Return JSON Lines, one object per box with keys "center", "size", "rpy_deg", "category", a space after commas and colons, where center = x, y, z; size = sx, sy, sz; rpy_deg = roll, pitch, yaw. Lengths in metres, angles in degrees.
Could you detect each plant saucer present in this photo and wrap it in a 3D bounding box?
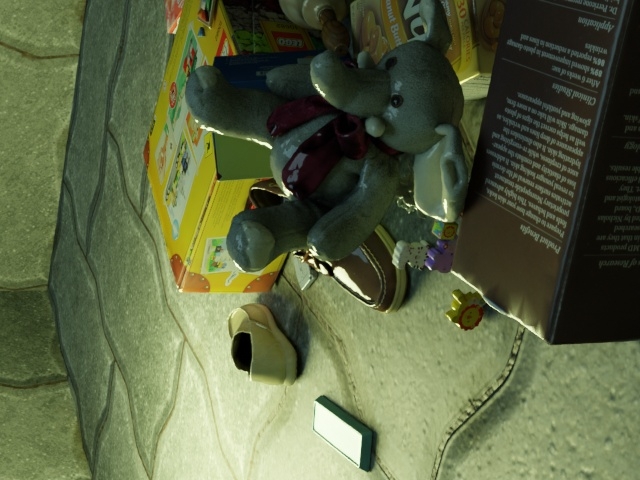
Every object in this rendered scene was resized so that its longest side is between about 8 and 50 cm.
{"center": [0.031, 0.308, 1.657], "size": [0.192, 0.018, 0.067], "rpy_deg": [-159, 72, -63], "category": "plant saucer"}

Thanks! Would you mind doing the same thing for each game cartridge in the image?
{"center": [-0.028, 0.041, 1.792], "size": [0.056, 0.017, 0.083], "rpy_deg": [-49, 46, 50], "category": "game cartridge"}

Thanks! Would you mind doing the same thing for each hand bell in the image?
{"center": [0.013, -0.324, 1.522], "size": [0.242, 0.126, 0.126], "rpy_deg": [-105, 26, -55], "category": "hand bell"}

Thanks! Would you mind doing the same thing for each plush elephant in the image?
{"center": [0.046, -0.129, 1.155], "size": [0.255, 0.329, 0.272], "rpy_deg": [127, 140, -49], "category": "plush elephant"}

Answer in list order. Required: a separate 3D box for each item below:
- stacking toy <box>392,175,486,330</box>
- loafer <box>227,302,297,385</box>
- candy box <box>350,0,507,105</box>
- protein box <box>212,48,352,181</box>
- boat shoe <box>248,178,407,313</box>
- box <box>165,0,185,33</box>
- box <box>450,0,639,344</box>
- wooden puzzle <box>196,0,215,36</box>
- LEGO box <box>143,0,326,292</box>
{"center": [0.173, -0.021, 1.323], "size": [0.167, 0.052, 0.221], "rpy_deg": [47, 130, 54], "category": "stacking toy"}
{"center": [-0.126, 0.187, 1.910], "size": [0.268, 0.092, 0.102], "rpy_deg": [-147, 60, -61], "category": "loafer"}
{"center": [0.147, -0.263, 1.329], "size": [0.316, 0.087, 0.183], "rpy_deg": [166, 101, -66], "category": "candy box"}
{"center": [-0.050, -0.181, 1.443], "size": [0.201, 0.199, 0.136], "rpy_deg": [-100, 6, -70], "category": "protein box"}
{"center": [0.000, 0.000, 1.571], "size": [0.342, 0.123, 0.123], "rpy_deg": [49, 133, 41], "category": "boat shoe"}
{"center": [-0.220, -0.521, 2.085], "size": [0.257, 0.128, 0.123], "rpy_deg": [145, 122, -61], "category": "box"}
{"center": [0.264, -0.107, 1.020], "size": [0.191, 0.143, 0.382], "rpy_deg": [-138, 55, -58], "category": "box"}
{"center": [-0.187, -0.388, 1.687], "size": [0.078, 0.014, 0.116], "rpy_deg": [-143, 57, -60], "category": "wooden puzzle"}
{"center": [-0.146, -0.207, 1.839], "size": [0.500, 0.193, 0.373], "rpy_deg": [115, 145, -42], "category": "LEGO box"}
